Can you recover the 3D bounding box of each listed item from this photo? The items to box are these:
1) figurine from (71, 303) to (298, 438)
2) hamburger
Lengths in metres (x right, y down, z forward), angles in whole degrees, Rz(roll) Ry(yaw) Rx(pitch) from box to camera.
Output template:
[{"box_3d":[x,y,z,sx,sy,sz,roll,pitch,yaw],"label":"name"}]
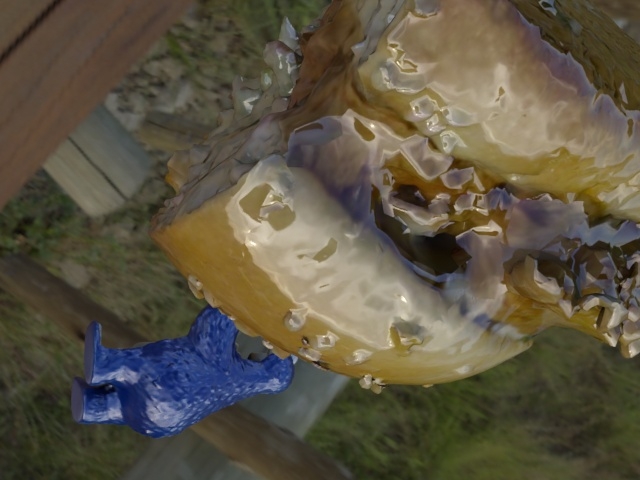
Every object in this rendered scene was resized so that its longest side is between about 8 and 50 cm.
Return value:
[{"box_3d":[-0.140,0.152,1.434,0.262,0.120,0.164,-11,141,-17],"label":"figurine"},{"box_3d":[0.084,-0.047,0.784,0.287,0.445,0.268,42,107,-6],"label":"hamburger"}]
